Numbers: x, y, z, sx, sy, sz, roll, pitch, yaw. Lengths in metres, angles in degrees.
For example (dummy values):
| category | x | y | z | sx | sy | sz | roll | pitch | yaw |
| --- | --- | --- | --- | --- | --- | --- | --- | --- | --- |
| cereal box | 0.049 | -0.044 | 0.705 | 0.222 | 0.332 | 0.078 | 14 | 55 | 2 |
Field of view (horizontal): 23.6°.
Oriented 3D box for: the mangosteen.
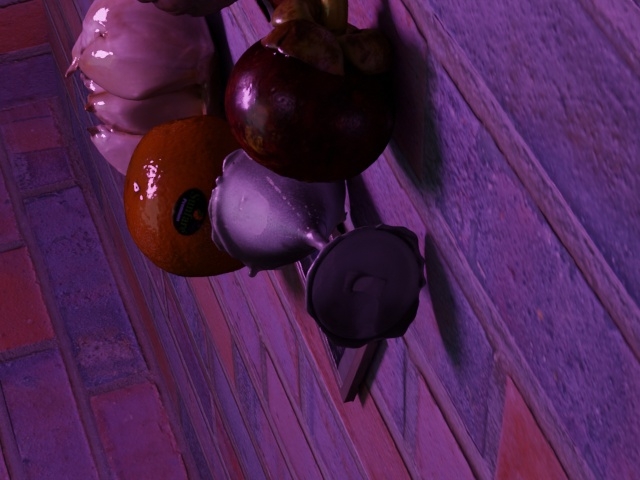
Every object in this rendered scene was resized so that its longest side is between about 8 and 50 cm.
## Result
| category | x | y | z | sx | sy | sz | roll | pitch | yaw |
| --- | --- | --- | --- | --- | --- | --- | --- | --- | --- |
| mangosteen | 0.007 | -0.134 | 1.299 | 0.146 | 0.181 | 0.156 | 35 | -166 | -11 |

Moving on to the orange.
| category | x | y | z | sx | sy | sz | roll | pitch | yaw |
| --- | --- | --- | --- | --- | --- | --- | --- | --- | --- |
| orange | -0.149 | -0.053 | 1.868 | 0.206 | 0.206 | 0.206 | 165 | 90 | -77 |

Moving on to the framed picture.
| category | x | y | z | sx | sy | sz | roll | pitch | yaw |
| --- | --- | --- | --- | --- | --- | --- | --- | --- | --- |
| framed picture | 0.002 | 0.020 | 1.691 | 0.209 | 0.019 | 0.281 | 103 | 150 | -63 |

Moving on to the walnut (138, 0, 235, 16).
| category | x | y | z | sx | sy | sz | roll | pitch | yaw |
| --- | --- | --- | --- | --- | --- | --- | --- | --- | --- |
| walnut | -0.143 | -0.318 | 1.610 | 0.230 | 0.178 | 0.178 | -126 | 23 | -81 |

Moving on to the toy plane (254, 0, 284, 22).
| category | x | y | z | sx | sy | sz | roll | pitch | yaw |
| --- | --- | --- | --- | --- | --- | --- | --- | --- | --- |
| toy plane | -0.038 | -0.239 | 1.461 | 0.126 | 0.077 | 0.194 | 136 | 110 | -79 |

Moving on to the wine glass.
| category | x | y | z | sx | sy | sz | roll | pitch | yaw |
| --- | --- | --- | --- | --- | --- | --- | --- | --- | --- |
| wine glass | 0.000 | 0.000 | 1.430 | 0.232 | 0.156 | 0.156 | -137 | 34 | -58 |

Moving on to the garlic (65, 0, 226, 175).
| category | x | y | z | sx | sy | sz | roll | pitch | yaw |
| --- | --- | --- | --- | --- | --- | --- | --- | --- | --- |
| garlic | -0.229 | -0.221 | 2.004 | 0.281 | 0.203 | 0.184 | 84 | -177 | -48 |
